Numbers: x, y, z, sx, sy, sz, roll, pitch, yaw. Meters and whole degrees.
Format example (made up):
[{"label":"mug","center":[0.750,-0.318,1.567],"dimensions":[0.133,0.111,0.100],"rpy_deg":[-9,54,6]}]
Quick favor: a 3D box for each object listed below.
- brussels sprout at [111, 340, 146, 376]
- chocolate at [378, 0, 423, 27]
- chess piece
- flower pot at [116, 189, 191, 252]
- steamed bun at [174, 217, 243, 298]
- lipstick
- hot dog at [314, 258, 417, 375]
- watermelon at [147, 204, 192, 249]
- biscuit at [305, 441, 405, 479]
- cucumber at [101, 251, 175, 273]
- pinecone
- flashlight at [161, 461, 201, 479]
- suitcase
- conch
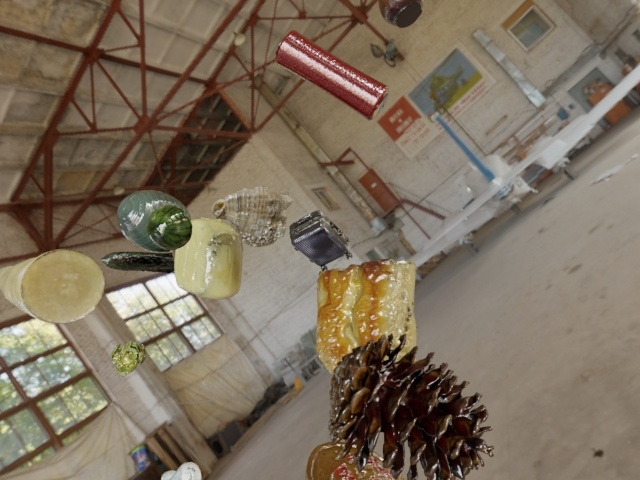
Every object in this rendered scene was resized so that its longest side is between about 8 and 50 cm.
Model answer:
[{"label":"brussels sprout","center":[-0.487,0.298,1.189],"dimensions":[0.085,0.085,0.058],"rpy_deg":[-40,-9,8]},{"label":"chocolate","center":[0.208,-0.652,1.234],"dimensions":[0.124,0.133,0.127],"rpy_deg":[-32,-14,0]},{"label":"chess piece","center":[-0.362,0.060,0.600],"dimensions":[0.200,0.090,0.090],"rpy_deg":[-6,19,44]},{"label":"flower pot","center":[-0.516,-0.058,1.457],"dimensions":[0.243,0.157,0.190],"rpy_deg":[29,-97,-57]},{"label":"steamed bun","center":[-0.312,0.051,1.359],"dimensions":[0.165,0.232,0.272],"rpy_deg":[7,0,-39]},{"label":"lipstick","center":[0.024,-0.337,0.949],"dimensions":[0.080,0.241,0.080],"rpy_deg":[-57,-4,-7]},{"label":"hot dog","center":[0.145,0.273,1.493],"dimensions":[0.366,0.366,0.196],"rpy_deg":[-14,-33,32]},{"label":"watermelon","center":[-0.347,-0.026,1.044],"dimensions":[0.105,0.105,0.062],"rpy_deg":[-42,2,20]},{"label":"biscuit","center":[0.089,0.621,1.148],"dimensions":[0.257,0.272,0.049],"rpy_deg":[-65,-9,-61]},{"label":"cucumber","center":[-0.533,0.063,1.392],"dimensions":[0.067,0.067,0.245],"rpy_deg":[-42,-25,22]},{"label":"pinecone","center":[0.148,0.298,0.793],"dimensions":[0.246,0.291,0.246],"rpy_deg":[-55,-19,-30]},{"label":"flashlight","center":[-0.287,0.506,0.952],"dimensions":[0.047,0.093,0.200],"rpy_deg":[4,-38,-33]},{"label":"suitcase","center":[0.000,0.000,0.932],"dimensions":[0.086,0.059,0.126],"rpy_deg":[-28,-42,20]},{"label":"conch","center":[-0.164,-0.071,1.188],"dimensions":[0.245,0.163,0.178],"rpy_deg":[13,-59,-46]}]
